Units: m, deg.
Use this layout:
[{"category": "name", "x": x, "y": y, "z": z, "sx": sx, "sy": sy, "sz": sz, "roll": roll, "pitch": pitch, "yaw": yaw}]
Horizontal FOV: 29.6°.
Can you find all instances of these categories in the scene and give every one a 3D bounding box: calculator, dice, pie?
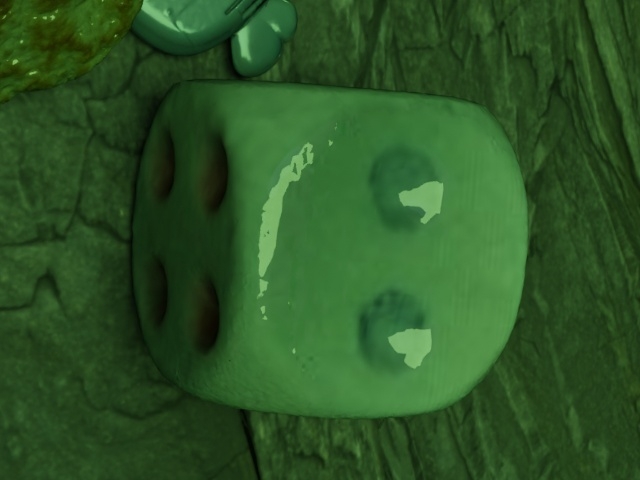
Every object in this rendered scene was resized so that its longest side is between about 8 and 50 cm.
[{"category": "calculator", "x": -0.126, "y": -0.276, "z": 1.072, "sx": 0.303, "sy": 0.042, "sz": 0.188, "roll": 47, "pitch": 73, "yaw": -21}, {"category": "dice", "x": 0.000, "y": 0.000, "z": 1.046, "sx": 0.264, "sy": 0.268, "sz": 0.263, "roll": 1, "pitch": 96, "yaw": -29}, {"category": "pie", "x": -0.269, "y": -0.205, "z": 0.955, "sx": 0.248, "sy": 0.090, "sz": 0.201, "roll": 25, "pitch": 108, "yaw": -43}]
